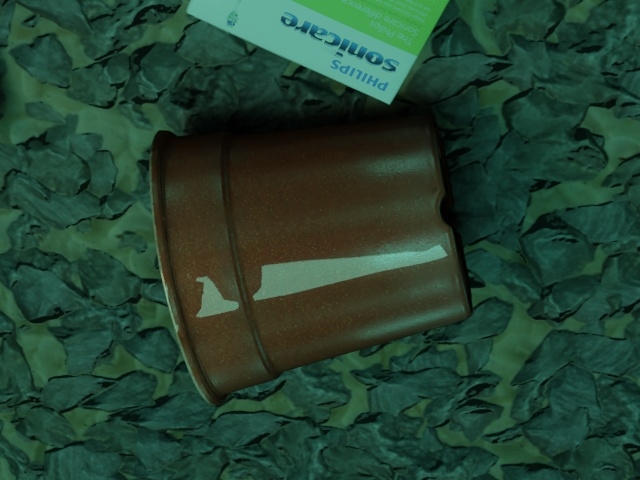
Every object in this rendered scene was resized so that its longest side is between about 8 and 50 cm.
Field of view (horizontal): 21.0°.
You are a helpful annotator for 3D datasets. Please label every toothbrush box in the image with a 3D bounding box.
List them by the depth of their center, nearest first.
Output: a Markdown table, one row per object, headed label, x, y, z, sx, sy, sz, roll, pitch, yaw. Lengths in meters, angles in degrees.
| label | x | y | z | sx | sy | sz | roll | pitch | yaw |
| --- | --- | --- | --- | --- | --- | --- | --- | --- | --- |
| toothbrush box | 0.034 | -0.293 | 1.515 | 0.206 | 0.122 | 0.283 | 23 | 125 | -9 |

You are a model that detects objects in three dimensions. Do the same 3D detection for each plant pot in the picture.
| label | x | y | z | sx | sy | sz | roll | pitch | yaw |
| --- | --- | --- | --- | --- | --- | --- | --- | --- | --- |
| plant pot | 0.000 | 0.000 | 1.661 | 0.265 | 0.272 | 0.272 | -12 | 123 | 6 |
